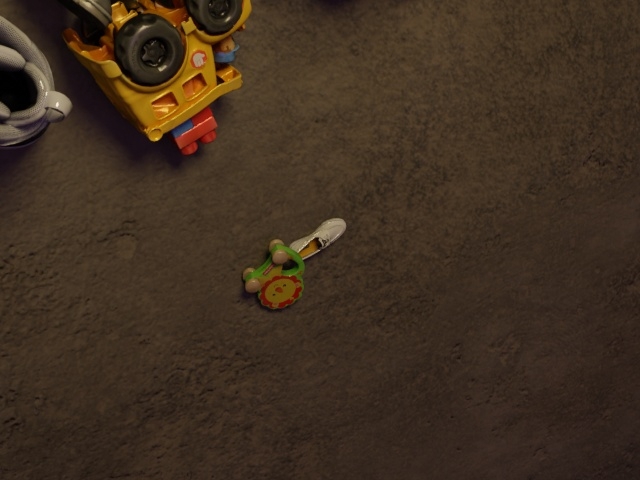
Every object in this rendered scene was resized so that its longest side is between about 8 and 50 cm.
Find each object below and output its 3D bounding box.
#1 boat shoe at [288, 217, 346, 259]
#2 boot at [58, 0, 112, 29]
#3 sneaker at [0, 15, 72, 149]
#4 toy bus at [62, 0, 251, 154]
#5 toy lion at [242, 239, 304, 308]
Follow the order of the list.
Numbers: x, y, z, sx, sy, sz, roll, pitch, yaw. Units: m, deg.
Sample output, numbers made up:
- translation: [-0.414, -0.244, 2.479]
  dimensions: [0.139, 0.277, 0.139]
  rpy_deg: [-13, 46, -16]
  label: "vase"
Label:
- translation: [0.000, 0.000, 1.197]
  dimensions: [0.100, 0.035, 0.035]
  rpy_deg: [-28, 118, -15]
  label: "boat shoe"
- translation: [-0.242, -0.362, 0.889]
  dimensions: [0.208, 0.189, 0.076]
  rpy_deg: [-47, 165, -7]
  label: "boot"
- translation: [-0.428, -0.202, 0.801]
  dimensions: [0.365, 0.210, 0.138]
  rpy_deg: [25, 82, -32]
  label: "sneaker"
- translation: [-0.169, -0.222, 0.984]
  dimensions: [0.220, 0.149, 0.212]
  rpy_deg: [-37, 133, -14]
  label: "toy bus"
- translation: [-0.060, 0.057, 1.177]
  dimensions: [0.096, 0.034, 0.100]
  rpy_deg: [30, 113, -35]
  label: "toy lion"
